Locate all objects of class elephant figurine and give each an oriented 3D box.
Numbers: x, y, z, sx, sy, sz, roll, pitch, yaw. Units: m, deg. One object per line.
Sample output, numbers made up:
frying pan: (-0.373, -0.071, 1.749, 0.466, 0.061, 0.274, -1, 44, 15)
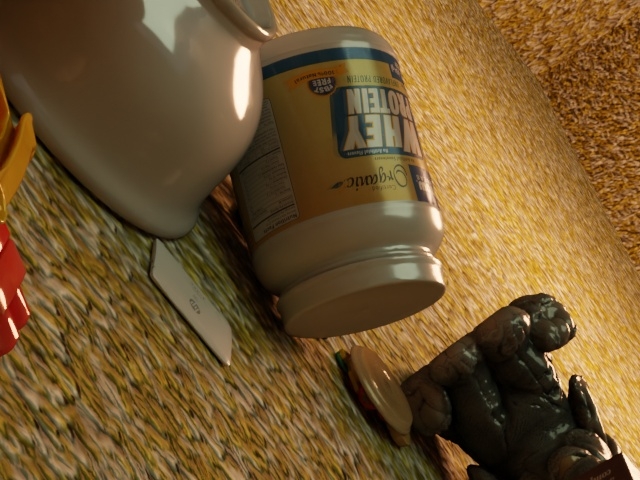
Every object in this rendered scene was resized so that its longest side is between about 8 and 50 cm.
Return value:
elephant figurine: (0.182, 0.179, 1.545, 0.239, 0.169, 0.186, 53, 29, 5)

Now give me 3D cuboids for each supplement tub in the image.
supplement tub: (0.009, -0.041, 1.397, 0.144, 0.144, 0.200, 26, 46, -66)

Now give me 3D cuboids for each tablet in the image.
tablet: (-0.083, 0.040, 1.228, 0.083, 0.006, 0.054, 51, 15, -22)

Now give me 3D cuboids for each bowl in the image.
bowl: (-0.123, -0.160, 1.268, 0.298, 0.134, 0.298, 52, 15, -20)

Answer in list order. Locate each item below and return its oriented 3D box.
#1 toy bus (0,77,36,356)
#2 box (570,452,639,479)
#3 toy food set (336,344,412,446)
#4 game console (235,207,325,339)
toy bus: (-0.186, -0.056, 0.823, 0.220, 0.149, 0.211, -92, 160, -70)
box: (0.212, 0.296, 1.341, 0.203, 0.168, 0.167, 48, 17, -38)
toy food set: (0.045, 0.117, 1.474, 0.083, 0.020, 0.083, 40, 21, -50)
game console: (0.000, 0.000, 1.484, 0.122, 0.107, 0.071, 56, -15, -8)
